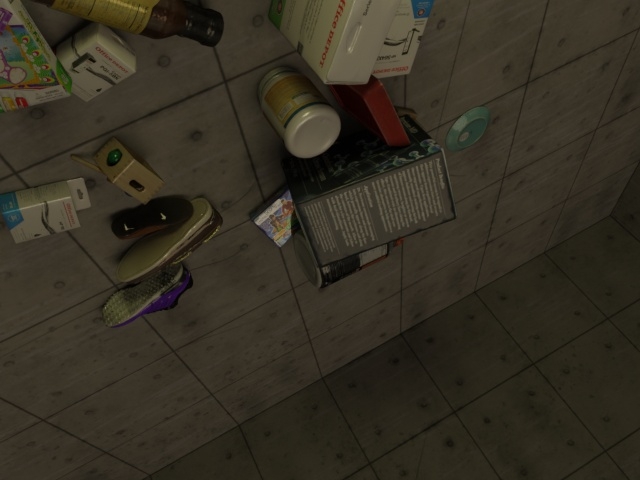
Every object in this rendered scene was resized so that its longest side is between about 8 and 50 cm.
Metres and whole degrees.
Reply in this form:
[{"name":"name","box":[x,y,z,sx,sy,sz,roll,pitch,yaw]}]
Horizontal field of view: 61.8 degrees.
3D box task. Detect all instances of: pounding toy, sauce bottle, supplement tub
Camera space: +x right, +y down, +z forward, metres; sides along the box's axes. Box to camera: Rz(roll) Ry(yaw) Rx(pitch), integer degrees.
[{"name":"pounding toy","box":[-0.457,-0.159,1.211,0.100,0.130,0.141,-47,147,-1]},{"name":"sauce bottle","box":[-0.338,-0.432,0.965,0.344,0.111,0.111,1,134,-44]},{"name":"supplement tub","box":[-0.056,-0.310,1.281,0.144,0.200,0.144,-23,147,-16]},{"name":"supplement tub","box":[0.090,0.002,1.659,0.315,0.194,0.194,-24,146,-19]}]

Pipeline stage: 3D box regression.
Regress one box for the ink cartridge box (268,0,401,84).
[{"name":"ink cartridge box","box":[0.019,-0.469,1.071,0.114,0.273,0.198,-10,141,-33]}]

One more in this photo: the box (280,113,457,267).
[{"name":"box","box":[0.121,-0.142,1.454,0.395,0.294,0.212,-20,122,0]}]

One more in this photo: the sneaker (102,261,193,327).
[{"name":"sneaker","box":[-0.508,0.183,1.618,0.293,0.102,0.146,-34,148,0]}]

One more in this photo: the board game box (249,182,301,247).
[{"name":"board game box","box":[-0.097,-0.089,1.631,0.201,0.035,0.136,-39,119,9]}]

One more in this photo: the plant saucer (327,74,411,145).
[{"name":"plant saucer","box":[0.090,-0.348,1.299,0.047,0.258,0.259,-44,147,2]}]

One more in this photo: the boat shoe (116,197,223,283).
[{"name":"boat shoe","box":[-0.414,0.017,1.478,0.324,0.117,0.097,-40,144,-1]}]

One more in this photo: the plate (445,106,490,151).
[{"name":"plate","box":[0.518,-0.379,1.855,0.188,0.024,0.188,-24,147,-17]}]

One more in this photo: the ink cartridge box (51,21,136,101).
[{"name":"ink cartridge box","box":[-0.433,-0.336,1.012,0.135,0.056,0.099,-22,151,21]}]

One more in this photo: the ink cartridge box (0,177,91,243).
[{"name":"ink cartridge box","box":[-0.622,-0.071,1.228,0.180,0.060,0.104,-18,144,-23]}]

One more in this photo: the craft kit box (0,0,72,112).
[{"name":"craft kit box","box":[-0.591,-0.318,0.883,0.249,0.061,0.247,-15,143,0]}]

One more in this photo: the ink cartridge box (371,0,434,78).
[{"name":"ink cartridge box","box":[0.173,-0.512,1.322,0.148,0.086,0.203,-16,143,-26]}]

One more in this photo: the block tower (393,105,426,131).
[{"name":"block tower","box":[0.198,-0.250,1.679,0.090,0.097,0.336,-2,135,-40]}]

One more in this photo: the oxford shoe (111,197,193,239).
[{"name":"oxford shoe","box":[-0.441,-0.057,1.413,0.212,0.076,0.076,-19,170,-17]}]
